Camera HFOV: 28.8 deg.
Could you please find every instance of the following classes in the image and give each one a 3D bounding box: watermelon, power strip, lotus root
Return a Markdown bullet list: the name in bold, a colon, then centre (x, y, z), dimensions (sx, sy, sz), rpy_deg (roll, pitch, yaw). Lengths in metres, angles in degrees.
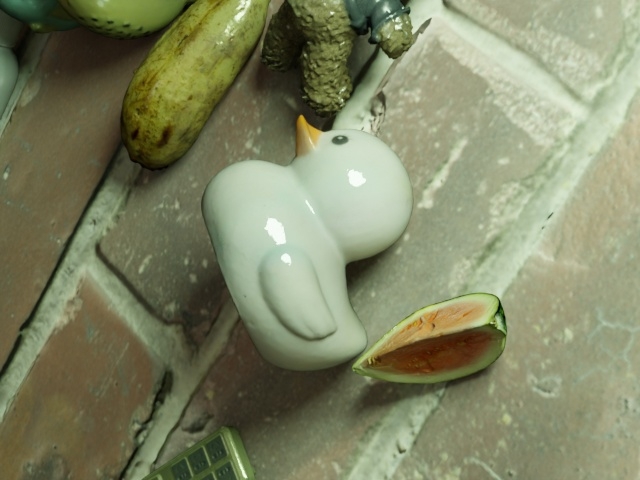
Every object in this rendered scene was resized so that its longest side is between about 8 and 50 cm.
- **watermelon**: centre (0.123, 0.103, 1.197), dimensions (0.163, 0.087, 0.069), rpy_deg (-22, 104, 36)
- **power strip**: centre (-0.145, 0.276, 1.409), dimensions (0.169, 0.028, 0.076), rpy_deg (-37, 66, 29)
- **lotus root**: centre (-0.152, -0.191, 1.418), dimensions (0.110, 0.097, 0.258), rpy_deg (47, 109, 34)

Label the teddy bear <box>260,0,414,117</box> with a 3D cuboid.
- **teddy bear**: centre (0.026, -0.240, 1.262), dimensions (0.251, 0.129, 0.182), rpy_deg (-48, 62, 25)

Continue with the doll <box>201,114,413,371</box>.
- **doll**: centre (0.000, 0.000, 1.247), dimensions (0.221, 0.221, 0.251), rpy_deg (-10, 102, 36)

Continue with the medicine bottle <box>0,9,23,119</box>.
- **medicine bottle**: centre (-0.461, -0.210, 1.643), dimensions (0.110, 0.110, 0.352), rpy_deg (39, 109, 33)

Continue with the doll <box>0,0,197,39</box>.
- **doll**: centre (-0.269, -0.320, 1.467), dimensions (0.261, 0.177, 0.161), rpy_deg (11, 88, 40)
